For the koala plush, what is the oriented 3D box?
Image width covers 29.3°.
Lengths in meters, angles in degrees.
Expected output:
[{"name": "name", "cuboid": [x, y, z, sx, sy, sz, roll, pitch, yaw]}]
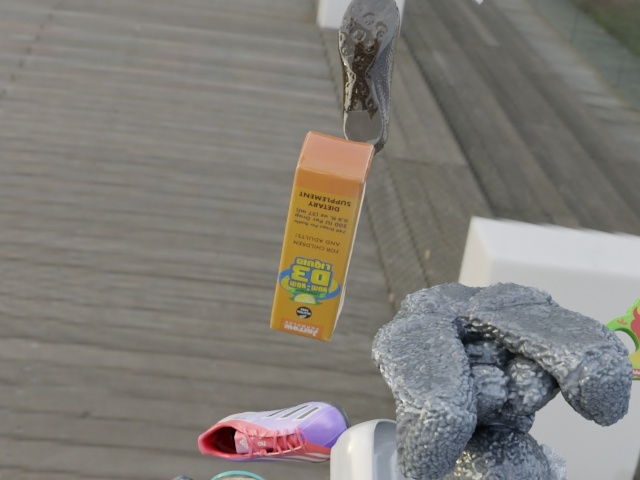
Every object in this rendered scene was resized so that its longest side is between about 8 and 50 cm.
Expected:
[{"name": "koala plush", "cuboid": [0.137, 0.165, 1.014, 0.196, 0.221, 0.203, -16, 24, -13]}]

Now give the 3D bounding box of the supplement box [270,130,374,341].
[{"name": "supplement box", "cuboid": [0.000, 0.000, 1.350, 0.078, 0.233, 0.080, 12, 39, 3]}]

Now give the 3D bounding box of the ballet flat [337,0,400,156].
[{"name": "ballet flat", "cuboid": [0.068, -0.226, 1.656, 0.084, 0.250, 0.058, -3, -19, 15]}]

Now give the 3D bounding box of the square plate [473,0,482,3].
[{"name": "square plate", "cuboid": [0.061, -0.411, 0.974, 0.049, 0.344, 0.347, 0, -14, 32]}]

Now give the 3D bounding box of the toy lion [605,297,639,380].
[{"name": "toy lion", "cuboid": [0.301, 0.092, 1.119, 0.100, 0.096, 0.034, 4, -17, -3]}]

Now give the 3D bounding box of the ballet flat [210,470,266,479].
[{"name": "ballet flat", "cuboid": [-0.088, 0.422, 1.617, 0.123, 0.348, 0.123, -2, 55, 2]}]

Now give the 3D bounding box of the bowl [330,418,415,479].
[{"name": "bowl", "cuboid": [0.049, 0.245, 1.171, 0.053, 0.142, 0.142, -7, -15, 20]}]

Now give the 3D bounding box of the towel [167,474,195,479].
[{"name": "towel", "cuboid": [-0.137, 0.423, 1.378, 0.040, 0.271, 0.370, 21, -14, 31]}]

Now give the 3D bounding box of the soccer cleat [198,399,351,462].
[{"name": "soccer cleat", "cuboid": [-0.080, 0.344, 2.137, 0.116, 0.109, 0.318, -8, -3, -45]}]
